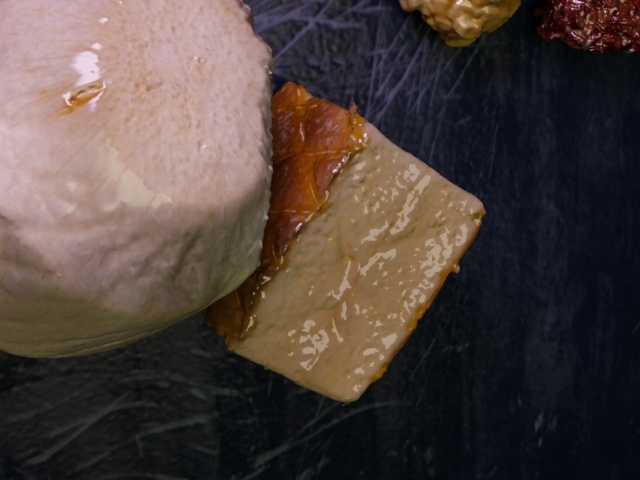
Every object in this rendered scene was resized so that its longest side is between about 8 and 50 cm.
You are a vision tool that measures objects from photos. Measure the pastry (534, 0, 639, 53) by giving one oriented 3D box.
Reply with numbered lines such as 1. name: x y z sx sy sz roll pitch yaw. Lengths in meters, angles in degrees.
1. pastry: 0.379 -0.294 1.281 0.208 0.097 0.115 -6 115 -18

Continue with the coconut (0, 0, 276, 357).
1. coconut: -0.230 -0.084 0.987 0.344 0.415 0.415 25 96 -31

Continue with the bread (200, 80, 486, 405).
1. bread: 0.000 0.000 1.134 0.207 0.279 0.279 31 92 -28

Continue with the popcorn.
1. popcorn: 0.183 -0.314 1.181 0.194 0.140 0.163 -22 108 -11
